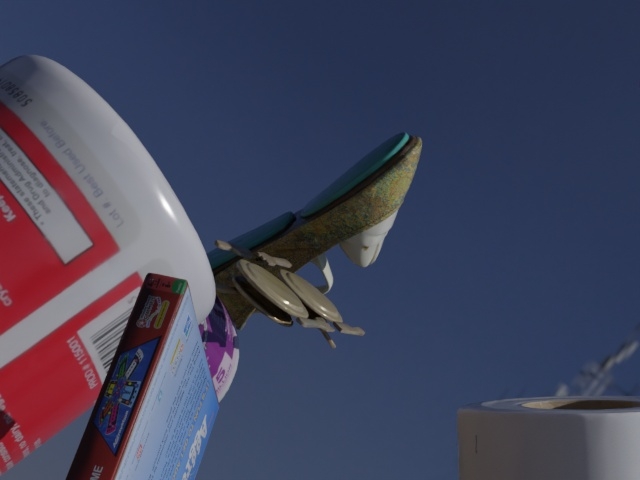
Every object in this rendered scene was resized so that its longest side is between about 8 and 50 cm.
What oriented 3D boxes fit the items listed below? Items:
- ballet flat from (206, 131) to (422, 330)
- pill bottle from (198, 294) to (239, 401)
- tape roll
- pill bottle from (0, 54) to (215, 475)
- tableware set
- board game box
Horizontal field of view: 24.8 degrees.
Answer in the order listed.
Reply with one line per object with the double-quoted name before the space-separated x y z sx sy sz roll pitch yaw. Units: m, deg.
"ballet flat" 0.000 0.000 1.693 0.349 0.123 0.123 -32 -68 24
"pill bottle" -0.191 0.069 1.399 0.169 0.169 0.301 33 -12 22
"tape roll" 0.299 0.234 1.655 0.286 0.286 0.100 -5 -94 64
"pill bottle" -0.291 0.074 0.962 0.229 0.408 0.229 46 -20 21
"tableware set" -0.037 0.064 1.472 0.128 0.039 0.194 42 8 20
"board game box" -0.114 0.172 0.760 0.027 0.281 0.145 10 -33 12
